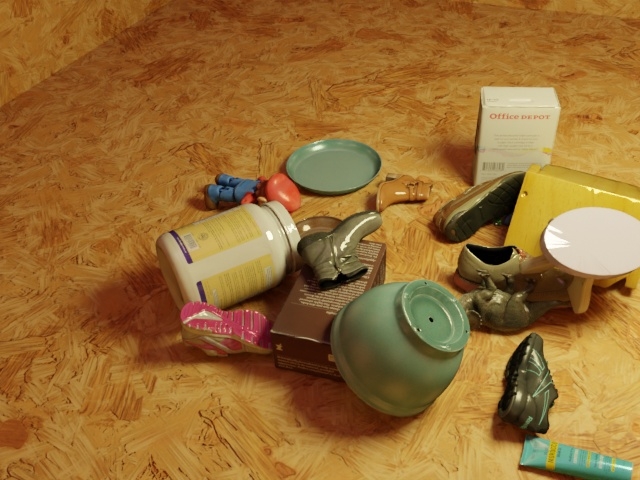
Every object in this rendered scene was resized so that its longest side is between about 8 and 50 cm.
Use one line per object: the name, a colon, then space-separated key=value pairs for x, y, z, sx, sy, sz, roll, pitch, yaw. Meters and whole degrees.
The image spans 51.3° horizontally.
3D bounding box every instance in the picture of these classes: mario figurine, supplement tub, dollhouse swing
mario figurine: x=-0.200 y=-0.116 z=2.061 sx=0.321 sy=0.170 sz=0.198 roll=9 pitch=76 yaw=31
supplement tub: x=-0.235 y=0.044 z=1.740 sx=0.332 sy=0.241 sz=0.241 roll=-22 pitch=43 yaw=-21
dollhouse swing: x=0.734 y=-0.052 z=1.881 sx=0.347 sy=0.315 sz=0.305 roll=18 pitch=4 yaw=18

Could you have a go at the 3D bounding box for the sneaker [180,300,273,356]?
sneaker: x=-0.225 y=0.229 z=1.626 sx=0.253 sy=0.111 sz=0.103 roll=17 pitch=42 yaw=-10

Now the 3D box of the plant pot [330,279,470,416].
plant pot: x=0.197 y=0.205 z=1.444 sx=0.293 sy=0.196 sz=0.293 roll=20 pitch=46 yaw=-22

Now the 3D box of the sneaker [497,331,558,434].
sneaker: x=0.469 y=0.318 z=1.484 sx=0.106 sy=0.101 sz=0.267 roll=29 pitch=45 yaw=4

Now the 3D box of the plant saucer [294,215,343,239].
plant saucer: x=0.000 y=0.000 z=1.935 sx=0.199 sy=0.036 sz=0.198 roll=-3 pitch=39 yaw=2

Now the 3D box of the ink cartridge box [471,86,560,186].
ink cartridge box: x=0.593 y=-0.309 z=2.052 sx=0.226 sy=0.306 sz=0.131 roll=2 pitch=40 yaw=6

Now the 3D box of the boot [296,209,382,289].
boot: x=0.076 y=0.030 z=1.661 sx=0.247 sy=0.083 sz=0.161 roll=-24 pitch=50 yaw=-15

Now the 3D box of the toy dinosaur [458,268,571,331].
toy dinosaur: x=0.444 y=0.161 z=1.645 sx=0.314 sy=0.160 sz=0.121 roll=7 pitch=6 yaw=-5

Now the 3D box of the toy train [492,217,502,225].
toy train: x=0.522 y=-0.072 z=1.996 sx=0.024 sy=0.017 sz=0.083 roll=-13 pitch=39 yaw=4

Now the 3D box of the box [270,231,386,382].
box: x=0.033 y=0.156 z=1.665 sx=0.191 sy=0.143 sz=0.381 roll=10 pitch=40 yaw=16

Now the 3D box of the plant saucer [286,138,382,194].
plant saucer: x=0.046 y=-0.241 z=2.222 sx=0.318 sy=0.043 sz=0.317 roll=-2 pitch=40 yaw=2

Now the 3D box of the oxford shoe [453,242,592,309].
oxford shoe: x=0.523 y=0.086 z=1.711 sx=0.349 sy=0.130 sz=0.123 roll=7 pitch=38 yaw=10

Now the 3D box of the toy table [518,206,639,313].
toy table: x=0.635 y=0.034 z=1.615 sx=0.275 sy=0.161 sz=0.252 roll=7 pitch=65 yaw=-8

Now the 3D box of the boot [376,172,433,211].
boot: x=0.259 y=-0.142 z=2.063 sx=0.153 sy=0.072 sz=0.197 roll=15 pitch=45 yaw=15

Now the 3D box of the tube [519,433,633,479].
tube: x=0.515 y=0.447 z=1.344 sx=0.207 sy=0.052 sz=0.080 roll=8 pitch=31 yaw=24

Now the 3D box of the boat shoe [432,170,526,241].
boat shoe: x=0.469 y=-0.120 z=1.964 sx=0.324 sy=0.122 sz=0.120 roll=-29 pitch=35 yaw=-17

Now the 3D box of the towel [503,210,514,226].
towel: x=0.604 y=-0.053 z=1.956 sx=0.120 sy=0.029 sz=0.067 roll=20 pitch=46 yaw=26
